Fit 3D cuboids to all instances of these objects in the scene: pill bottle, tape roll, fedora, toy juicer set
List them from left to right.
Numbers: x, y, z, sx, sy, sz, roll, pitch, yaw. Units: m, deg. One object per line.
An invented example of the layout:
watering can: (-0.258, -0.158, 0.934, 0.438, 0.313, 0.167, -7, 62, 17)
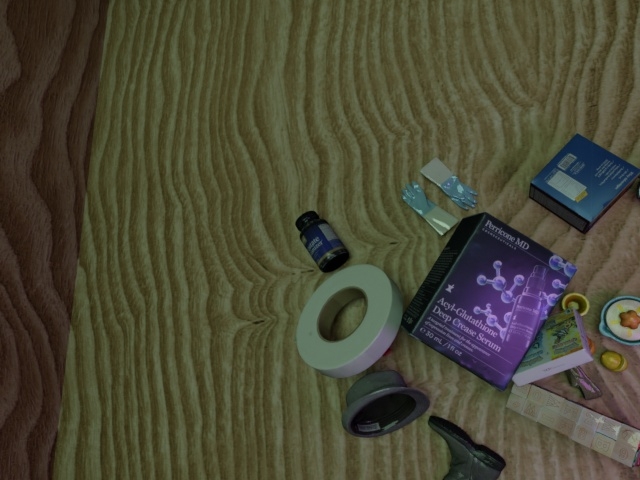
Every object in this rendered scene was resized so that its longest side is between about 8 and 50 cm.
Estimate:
pill bottle: (0.000, 0.000, 1.612, 0.123, 0.123, 0.219, -39, 64, 10)
tape roll: (0.085, 0.254, 1.430, 0.392, 0.072, 0.391, -31, 35, 25)
fedora: (0.186, 0.495, 1.372, 0.275, 0.244, 0.124, -40, 35, 16)
toy juicer set: (0.844, 0.255, 1.196, 0.329, 0.089, 0.209, 1, 76, 23)

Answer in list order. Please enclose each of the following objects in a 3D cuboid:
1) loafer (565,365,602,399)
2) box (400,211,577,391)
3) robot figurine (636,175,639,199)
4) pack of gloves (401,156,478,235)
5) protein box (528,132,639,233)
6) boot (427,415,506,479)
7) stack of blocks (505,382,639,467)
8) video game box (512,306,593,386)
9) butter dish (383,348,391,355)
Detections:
loafer: (0.718, 0.384, 1.234, 0.050, 0.056, 0.148, -39, 64, 3)
box: (0.461, 0.165, 1.258, 0.294, 0.212, 0.395, 31, 88, 2)
robot figurine: (1.031, -0.178, 1.213, 0.211, 0.085, 0.291, 40, 91, 11)
pack of gloves: (0.412, -0.150, 1.529, 0.195, 0.046, 0.232, -40, 67, -3)
protein box: (0.778, -0.167, 1.310, 0.199, 0.136, 0.201, -48, 63, 5)
boot: (0.399, 0.650, 1.293, 0.247, 0.083, 0.161, 30, 95, 28)
stack of blocks: (0.676, 0.475, 1.162, 0.297, 0.171, 0.087, 17, 83, 45)
video game box: (0.615, 0.288, 1.198, 0.048, 0.187, 0.205, 47, 123, -10)
butter dish: (0.186, 0.328, 1.446, 0.160, 0.160, 0.118, -39, 89, 14)
